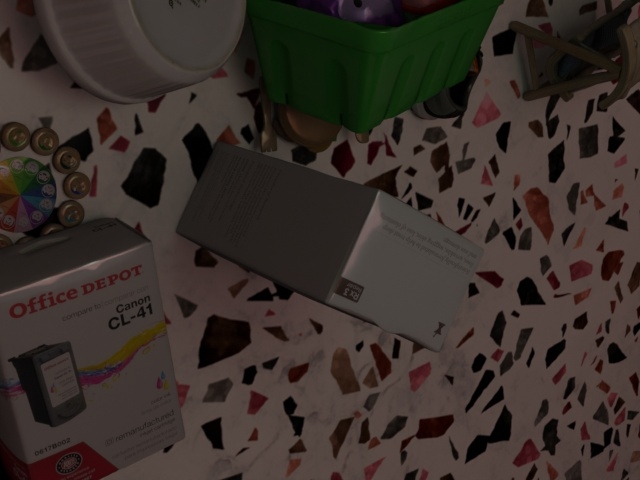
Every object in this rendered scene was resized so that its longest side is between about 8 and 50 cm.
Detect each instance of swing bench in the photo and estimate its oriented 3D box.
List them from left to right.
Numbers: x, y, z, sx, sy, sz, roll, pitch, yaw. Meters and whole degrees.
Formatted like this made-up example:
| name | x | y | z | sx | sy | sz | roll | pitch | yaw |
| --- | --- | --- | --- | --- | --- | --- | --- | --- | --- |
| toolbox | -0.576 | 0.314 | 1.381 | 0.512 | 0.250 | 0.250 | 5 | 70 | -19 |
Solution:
| name | x | y | z | sx | sy | sz | roll | pitch | yaw |
| --- | --- | --- | --- | --- | --- | --- | --- | --- | --- |
| swing bench | 0.523 | -0.358 | 1.677 | 0.253 | 0.254 | 0.165 | -34 | 121 | -27 |

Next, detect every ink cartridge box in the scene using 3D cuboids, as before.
| name | x | y | z | sx | sy | sz | roll | pitch | yaw |
| --- | --- | --- | --- | --- | --- | --- | --- | --- | --- |
| ink cartridge box | -0.318 | 0.153 | 1.228 | 0.226 | 0.131 | 0.306 | -21 | 119 | -31 |

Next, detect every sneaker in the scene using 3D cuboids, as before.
| name | x | y | z | sx | sy | sz | roll | pitch | yaw |
| --- | --- | --- | --- | --- | --- | --- | --- | --- | --- |
| sneaker | 0.229 | -0.328 | 1.550 | 0.100 | 0.108 | 0.271 | 6 | 97 | -37 |

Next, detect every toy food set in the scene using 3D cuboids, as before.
| name | x | y | z | sx | sy | sz | roll | pitch | yaw |
| --- | --- | --- | --- | --- | --- | --- | --- | --- | --- |
| toy food set | -0.017 | -0.199 | 1.441 | 0.192 | 0.038 | 0.132 | -8 | 100 | -31 |

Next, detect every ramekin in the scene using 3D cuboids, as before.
| name | x | y | z | sx | sy | sz | roll | pitch | yaw |
| --- | --- | --- | --- | --- | --- | --- | --- | --- | --- |
| ramekin | -0.204 | -0.303 | 1.146 | 0.273 | 0.127 | 0.273 | -5 | 96 | -54 |

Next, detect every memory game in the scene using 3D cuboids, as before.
| name | x | y | z | sx | sy | sz | roll | pitch | yaw |
| --- | --- | --- | --- | --- | --- | --- | --- | --- | --- |
| memory game | -0.381 | -0.058 | 1.200 | 0.186 | 0.012 | 0.186 | -12 | 110 | -36 |

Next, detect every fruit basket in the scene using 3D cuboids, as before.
| name | x | y | z | sx | sy | sz | roll | pitch | yaw |
| --- | --- | --- | --- | --- | --- | --- | --- | --- | --- |
| fruit basket | 0.072 | -0.379 | 1.296 | 0.392 | 0.283 | 0.392 | -39 | 142 | -39 |

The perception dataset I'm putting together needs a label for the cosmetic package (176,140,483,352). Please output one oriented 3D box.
| name | x | y | z | sx | sy | sz | roll | pitch | yaw |
| --- | --- | --- | --- | --- | --- | --- | --- | --- | --- |
| cosmetic package | 0.000 | 0.000 | 1.277 | 0.217 | 0.385 | 0.156 | 26 | 86 | -40 |
